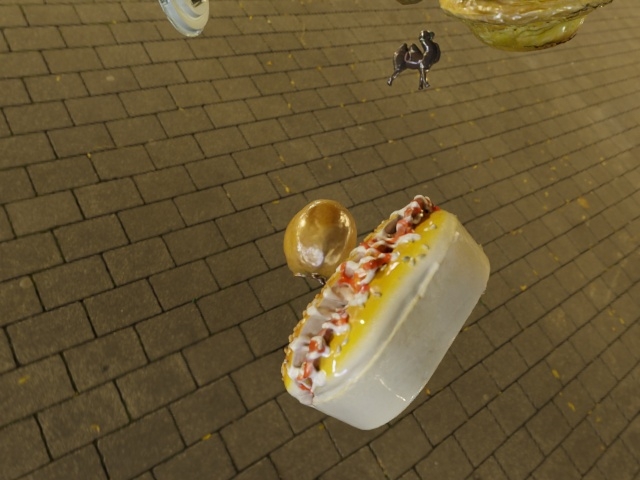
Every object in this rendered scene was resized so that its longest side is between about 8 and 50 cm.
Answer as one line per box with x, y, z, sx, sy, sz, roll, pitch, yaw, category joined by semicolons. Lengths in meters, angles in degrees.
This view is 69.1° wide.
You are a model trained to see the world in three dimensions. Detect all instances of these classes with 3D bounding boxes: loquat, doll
0.000;0.000;1.314;0.193;0.238;0.238;15;51;15;loquat
0.275;-0.525;1.352;0.139;0.165;0.057;13;14;14;doll

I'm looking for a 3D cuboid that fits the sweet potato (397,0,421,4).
0.240;-0.520;0.882;0.233;0.081;0.062;-21;24;3;sweet potato

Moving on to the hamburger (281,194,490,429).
0.074;0.082;0.578;0.151;0.227;0.295;35;72;1;hamburger

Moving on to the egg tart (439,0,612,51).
0.540;-0.616;1.211;0.444;0.178;0.443;-8;39;7;egg tart

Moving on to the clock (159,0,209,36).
-0.371;-0.694;1.289;0.053;0.236;0.236;-2;52;18;clock
